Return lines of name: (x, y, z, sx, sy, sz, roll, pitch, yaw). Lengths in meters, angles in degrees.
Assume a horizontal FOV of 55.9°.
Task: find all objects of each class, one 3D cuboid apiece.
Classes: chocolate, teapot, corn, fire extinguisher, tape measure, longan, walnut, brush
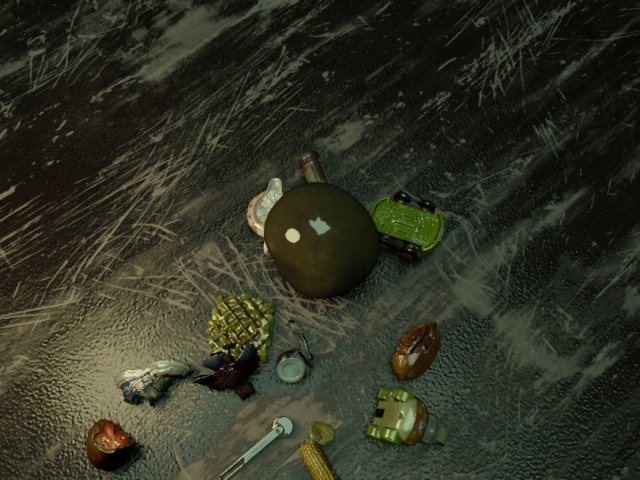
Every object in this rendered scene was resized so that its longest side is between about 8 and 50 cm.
chocolate: (-0.607, 0.578, 1.728, 0.127, 0.124, 0.133, -30, 43, -7)
teapot: (-0.160, -0.073, 1.966, 0.159, 0.116, 0.246, 5, 68, -13)
corn: (0.009, 0.669, 1.730, 0.068, 0.068, 0.207, -28, 70, -10)
fire extinguisher: (-0.014, -0.172, 2.020, 0.106, 0.075, 0.252, -18, 73, -12)
tape measure: (-0.088, 0.344, 1.861, 0.107, 0.104, 0.180, -28, 37, 13)
longan: (0.000, 0.000, 1.816, 0.360, 0.361, 0.361, 0, 71, -1)
walnut: (0.296, 0.330, 1.833, 0.115, 0.116, 0.207, 37, 74, 11)
brush: (-0.191, 0.615, 1.772, 0.266, 0.027, 0.062, -38, 75, -9)

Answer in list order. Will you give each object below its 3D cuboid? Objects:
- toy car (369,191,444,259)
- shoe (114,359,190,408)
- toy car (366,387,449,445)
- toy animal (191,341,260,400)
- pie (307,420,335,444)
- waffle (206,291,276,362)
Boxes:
toy car: (0.273, -0.033, 1.942, 0.247, 0.142, 0.201, 22, 71, 17)
shoe: (-0.494, 0.429, 1.785, 0.227, 0.099, 0.126, -14, 63, 0)
toy car: (0.266, 0.525, 1.718, 0.234, 0.235, 0.145, 19, 72, 5)
toy animal: (-0.266, 0.401, 1.778, 0.218, 0.116, 0.180, -33, 95, 7)
pie: (0.004, 0.567, 1.772, 0.084, 0.020, 0.084, 14, 28, -7)
waffle: (-0.250, 0.268, 1.872, 0.203, 0.054, 0.224, 7, 73, 2)
